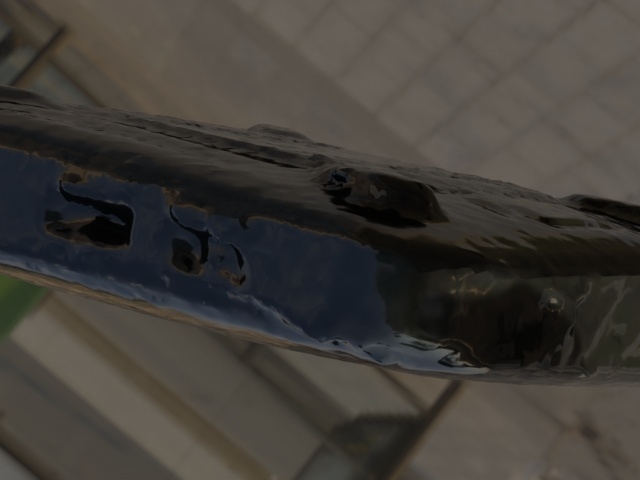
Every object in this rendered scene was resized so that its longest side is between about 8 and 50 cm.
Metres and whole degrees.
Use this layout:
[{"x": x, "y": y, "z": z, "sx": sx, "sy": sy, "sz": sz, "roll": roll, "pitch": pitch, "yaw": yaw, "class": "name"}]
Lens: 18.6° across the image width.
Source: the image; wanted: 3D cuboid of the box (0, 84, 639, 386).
[{"x": 0.000, "y": 0.000, "z": 0.877, "sx": 0.350, "sy": 0.091, "sz": 0.359, "roll": 13, "pitch": -176, "yaw": 34, "class": "box"}]
